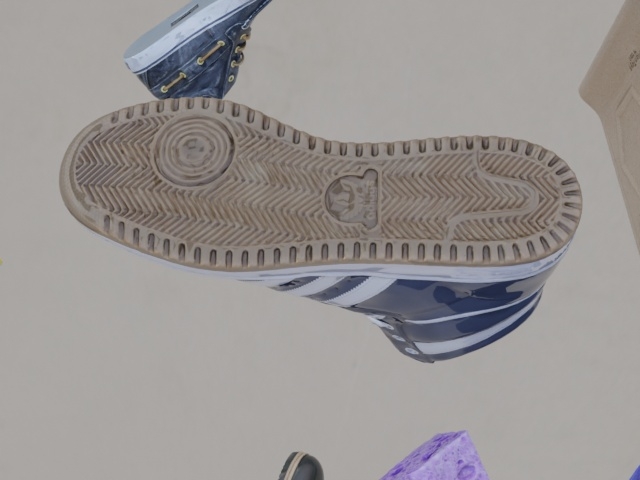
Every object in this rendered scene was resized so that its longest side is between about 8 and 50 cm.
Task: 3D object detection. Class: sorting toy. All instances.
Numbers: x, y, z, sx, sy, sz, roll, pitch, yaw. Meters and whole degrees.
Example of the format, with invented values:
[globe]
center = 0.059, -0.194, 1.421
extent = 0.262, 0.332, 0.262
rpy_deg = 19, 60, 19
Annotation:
[sorting toy]
center = 0.232, -0.046, 1.011
extent = 0.038, 0.193, 0.208
rpy_deg = -14, 71, -10

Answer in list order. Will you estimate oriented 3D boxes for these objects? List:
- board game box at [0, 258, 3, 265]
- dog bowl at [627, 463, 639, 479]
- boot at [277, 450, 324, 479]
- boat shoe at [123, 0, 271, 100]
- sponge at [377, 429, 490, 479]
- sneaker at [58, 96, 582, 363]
[board game box]
center = -0.403, 0.058, 1.564
extent = 0.124, 0.259, 0.039
rpy_deg = -34, 93, 12
[dog bowl]
center = 0.238, 0.242, 1.036
extent = 0.104, 0.265, 0.265
rpy_deg = 27, 71, 25
[boot]
center = 0.023, 0.310, 1.668
extent = 0.137, 0.077, 0.198
rpy_deg = -14, 57, 26
[boat shoe]
center = -0.088, -0.190, 1.486
extent = 0.183, 0.065, 0.083
rpy_deg = -32, 116, 13
[sponge]
center = 0.077, 0.223, 0.866
extent = 0.117, 0.031, 0.210
rpy_deg = -33, 103, -39
[sneaker]
center = 0.000, 0.000, 0.909
extent = 0.282, 0.153, 0.099
rpy_deg = 5, 69, 6
